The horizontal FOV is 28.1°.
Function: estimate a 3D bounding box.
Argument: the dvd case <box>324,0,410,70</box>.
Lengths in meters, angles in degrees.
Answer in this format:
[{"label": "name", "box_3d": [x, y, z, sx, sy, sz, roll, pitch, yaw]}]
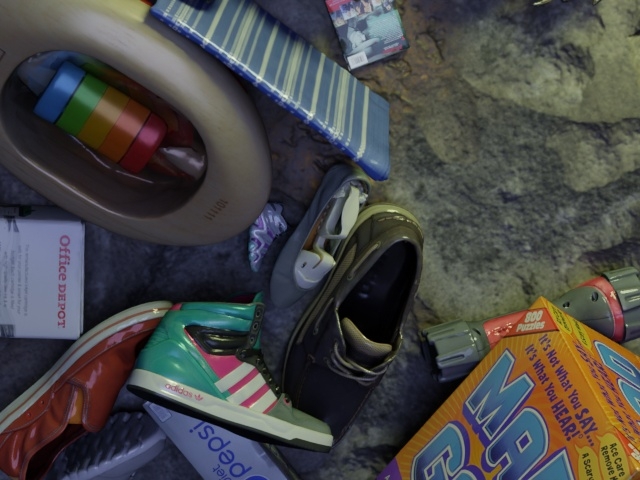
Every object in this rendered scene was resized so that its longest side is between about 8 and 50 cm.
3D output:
[{"label": "dvd case", "box_3d": [0.057, -0.290, 1.649, 0.087, 0.013, 0.119, -22, 105, 0]}]

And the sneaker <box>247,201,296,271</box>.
[{"label": "sneaker", "box_3d": [-0.062, -0.005, 1.697, 0.069, 0.038, 0.098, 0, 105, -6]}]

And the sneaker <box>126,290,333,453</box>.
[{"label": "sneaker", "box_3d": [-0.091, 0.156, 1.637, 0.295, 0.124, 0.178, 26, 73, -30]}]

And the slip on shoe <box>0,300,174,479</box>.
[{"label": "slip on shoe", "box_3d": [-0.303, 0.198, 1.672, 0.331, 0.123, 0.101, -42, 75, 10]}]

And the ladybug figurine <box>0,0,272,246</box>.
[{"label": "ladybug figurine", "box_3d": [-0.252, -0.173, 1.542, 0.449, 0.162, 0.305, 36, 126, -17]}]

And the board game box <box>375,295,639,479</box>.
[{"label": "board game box", "box_3d": [0.341, 0.367, 1.620, 0.356, 0.356, 0.356, 31, 110, -23]}]

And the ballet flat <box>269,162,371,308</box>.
[{"label": "ballet flat", "box_3d": [0.000, 0.000, 1.674, 0.072, 0.068, 0.213, 24, 94, -42]}]

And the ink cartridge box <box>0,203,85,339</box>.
[{"label": "ink cartridge box", "box_3d": [-0.411, 0.037, 1.641, 0.219, 0.092, 0.160, 3, 105, -8]}]

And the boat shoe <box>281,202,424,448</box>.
[{"label": "boat shoe", "box_3d": [0.039, 0.124, 1.695, 0.132, 0.130, 0.355, 16, 102, -10]}]

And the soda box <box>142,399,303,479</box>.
[{"label": "soda box", "box_3d": [-0.121, 0.285, 1.736, 0.091, 0.098, 0.286, -36, 106, 3]}]

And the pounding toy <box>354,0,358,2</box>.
[{"label": "pounding toy", "box_3d": [0.009, -0.359, 1.570, 0.141, 0.130, 0.100, 35, 84, -7]}]

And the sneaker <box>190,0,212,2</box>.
[{"label": "sneaker", "box_3d": [-0.081, -0.393, 1.482, 0.097, 0.135, 0.276, 36, 60, -7]}]

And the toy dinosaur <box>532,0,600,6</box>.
[{"label": "toy dinosaur", "box_3d": [0.242, -0.374, 1.596, 0.295, 0.127, 0.200, -8, 112, 1]}]

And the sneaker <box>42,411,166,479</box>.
[{"label": "sneaker", "box_3d": [-0.312, 0.334, 1.738, 0.281, 0.105, 0.115, -34, 118, 15]}]

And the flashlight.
[{"label": "flashlight", "box_3d": [0.294, 0.120, 1.732, 0.304, 0.103, 0.103, -15, 140, -7]}]

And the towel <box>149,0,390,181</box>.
[{"label": "towel", "box_3d": [-0.050, -0.208, 1.545, 0.336, 0.243, 0.040, 35, 112, -13]}]
